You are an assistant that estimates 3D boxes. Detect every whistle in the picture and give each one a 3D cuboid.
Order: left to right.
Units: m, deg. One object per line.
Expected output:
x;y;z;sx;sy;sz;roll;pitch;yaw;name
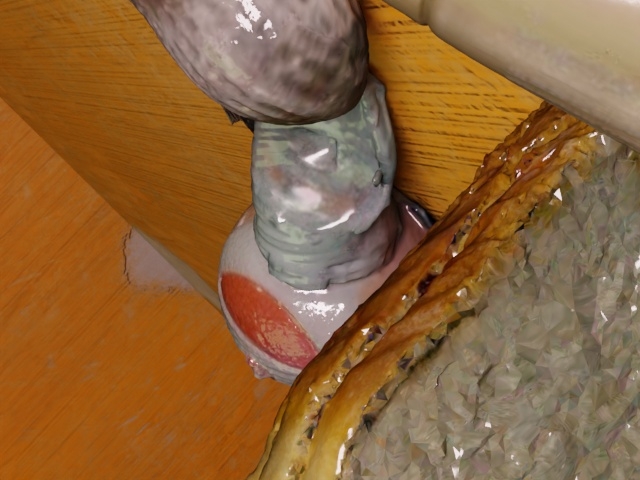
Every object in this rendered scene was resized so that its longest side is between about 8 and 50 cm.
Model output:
0.000;0.000;0.913;0.189;0.189;0.348;37;157;25;whistle

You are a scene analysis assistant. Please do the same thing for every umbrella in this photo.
-0.085;-0.128;1.074;0.083;0.020;0.031;47;-152;-21;umbrella

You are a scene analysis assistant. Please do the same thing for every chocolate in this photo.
-0.070;-0.156;0.673;0.248;0.110;0.110;42;170;-9;chocolate

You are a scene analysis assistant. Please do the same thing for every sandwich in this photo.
0.134;0.117;0.566;0.301;0.271;0.099;45;161;-15;sandwich

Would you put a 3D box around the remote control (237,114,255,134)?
-0.066;-0.120;1.017;0.063;0.025;0.245;31;165;50;remote control

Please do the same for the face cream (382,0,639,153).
0.152;-0.047;0.407;0.341;0.084;0.137;33;158;11;face cream
